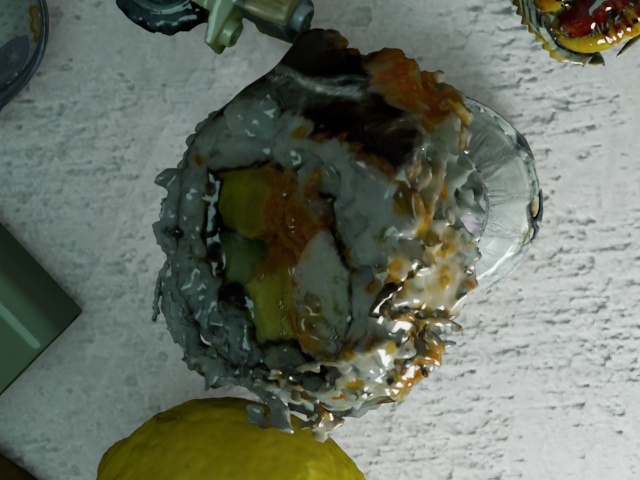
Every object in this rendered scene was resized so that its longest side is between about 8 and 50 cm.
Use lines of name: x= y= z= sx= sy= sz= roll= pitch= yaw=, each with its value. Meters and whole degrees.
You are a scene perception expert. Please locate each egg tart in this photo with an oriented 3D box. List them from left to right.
egg tart: x=0.124 y=-0.045 z=1.695 sx=0.234 sy=0.094 sz=0.234 roll=3 pitch=101 yaw=14

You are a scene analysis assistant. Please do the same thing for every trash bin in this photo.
trash bin: x=-0.467 y=0.037 z=1.792 sx=0.343 sy=0.158 sz=0.223 roll=44 pitch=105 yaw=-5

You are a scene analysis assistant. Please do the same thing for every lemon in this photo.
lemon: x=-0.093 y=0.353 z=1.676 sx=0.387 sy=0.350 sz=0.350 roll=38 pitch=105 yaw=11

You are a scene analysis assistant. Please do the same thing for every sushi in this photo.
sushi: x=-0.002 y=0.004 z=1.599 sx=0.417 sy=0.176 sz=0.417 roll=-6 pitch=81 yaw=45

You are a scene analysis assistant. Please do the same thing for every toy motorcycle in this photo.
toy motorcycle: x=-0.046 y=-0.379 z=1.623 sx=0.237 sy=0.169 sz=0.410 roll=29 pitch=89 yaw=14

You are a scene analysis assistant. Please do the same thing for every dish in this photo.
dish: x=-0.401 y=-0.250 z=1.760 sx=0.228 sy=0.086 sz=0.236 roll=16 pitch=103 yaw=9

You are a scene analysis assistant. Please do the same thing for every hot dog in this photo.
hot dog: x=0.326 y=-0.296 z=1.619 sx=0.270 sy=0.082 sz=0.162 roll=-34 pitch=91 yaw=15

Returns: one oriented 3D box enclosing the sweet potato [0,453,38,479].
sweet potato: x=-0.425 y=0.265 z=1.866 sx=0.273 sy=0.075 sz=0.075 roll=36 pitch=104 yaw=5
